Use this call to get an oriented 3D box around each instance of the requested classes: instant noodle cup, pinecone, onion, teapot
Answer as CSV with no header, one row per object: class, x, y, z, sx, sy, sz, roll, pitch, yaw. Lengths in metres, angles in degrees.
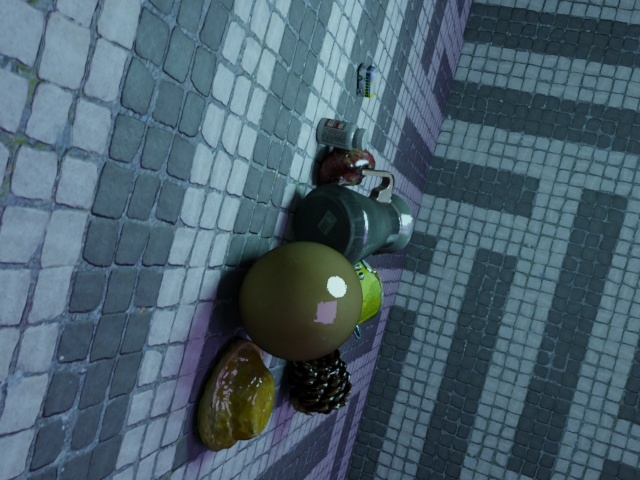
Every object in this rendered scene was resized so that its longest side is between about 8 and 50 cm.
instant noodle cup,0.054,0.199,2.008,0.200,0.264,0.264,-33,136,-52
pinecone,-0.007,0.476,2.086,0.224,0.224,0.272,-57,138,-45
onion,0.073,-0.237,1.842,0.184,0.184,0.147,36,33,-72
teapot,0.111,-0.066,1.791,0.344,0.253,0.300,-7,117,-52

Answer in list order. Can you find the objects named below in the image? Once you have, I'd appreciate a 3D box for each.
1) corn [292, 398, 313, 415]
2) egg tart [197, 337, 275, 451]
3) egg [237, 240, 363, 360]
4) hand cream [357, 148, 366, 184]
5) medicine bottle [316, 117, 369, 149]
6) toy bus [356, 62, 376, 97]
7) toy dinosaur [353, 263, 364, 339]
corn,-0.020,0.536,2.277,0.291,0.101,0.101,-57,156,-48
egg tart,-0.197,0.410,1.569,0.319,0.128,0.318,13,90,-73
egg,-0.051,0.154,1.512,0.374,0.301,0.301,-15,119,-62
hand cream,0.144,-0.267,2.196,0.087,0.054,0.186,94,13,-45
medicine bottle,0.066,-0.307,1.752,0.079,0.140,0.079,15,90,-73
toy bus,0.154,-0.526,1.982,0.052,0.058,0.102,-59,157,-43
toy dinosaur,0.067,0.131,1.845,0.147,0.362,0.076,-12,157,-40
